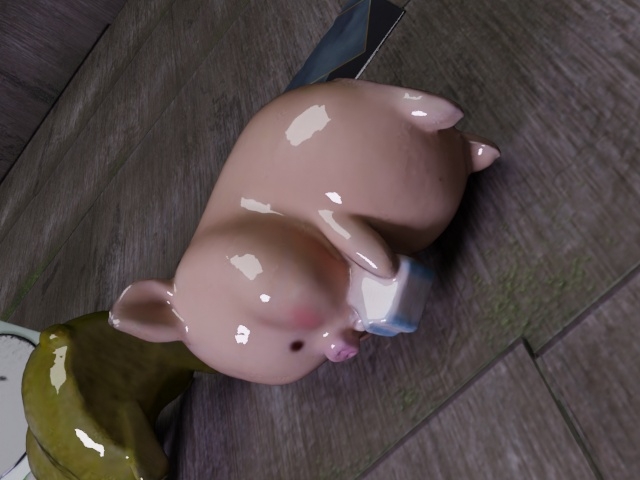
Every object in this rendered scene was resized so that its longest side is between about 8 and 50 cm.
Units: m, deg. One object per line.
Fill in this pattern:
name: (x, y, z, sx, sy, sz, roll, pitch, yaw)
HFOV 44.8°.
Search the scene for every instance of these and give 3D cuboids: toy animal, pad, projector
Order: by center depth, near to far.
toy animal: (-0.001, 0.004, 0.639, 0.213, 0.195, 0.256, 19, 81, 35)
toy animal: (-0.232, 0.208, 0.833, 0.363, 0.180, 0.181, 121, 167, -51)
pad: (0.004, -0.206, 0.979, 0.243, 0.004, 0.163, -53, 30, 12)
projector: (-0.470, 0.255, 1.137, 0.259, 0.079, 0.257, 10, 69, 27)
